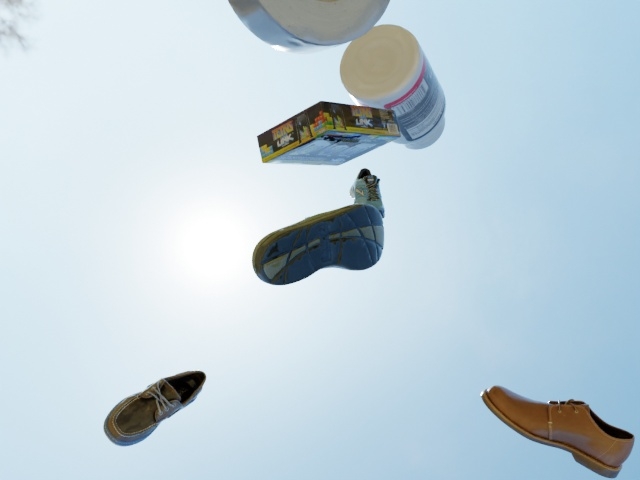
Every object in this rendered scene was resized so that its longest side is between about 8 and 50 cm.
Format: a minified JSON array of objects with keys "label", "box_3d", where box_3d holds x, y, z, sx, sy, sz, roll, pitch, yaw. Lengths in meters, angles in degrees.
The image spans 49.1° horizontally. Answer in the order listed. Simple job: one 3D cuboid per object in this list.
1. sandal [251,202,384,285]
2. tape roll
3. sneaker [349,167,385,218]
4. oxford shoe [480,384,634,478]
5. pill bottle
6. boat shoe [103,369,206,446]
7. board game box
[{"label":"sandal","box_3d":[-0.001,-0.001,1.212,0.302,0.120,0.086,-9,-165,-39]},{"label":"tape roll","box_3d":[-0.014,-0.346,0.863,0.219,0.219,0.072,-47,-155,-18]},{"label":"sneaker","box_3d":[0.099,-0.102,1.479,0.063,0.073,0.162,3,-149,-16]},{"label":"oxford shoe","box_3d":[0.326,0.243,0.964,0.212,0.076,0.076,24,-158,3]},{"label":"pill bottle","box_3d":[0.176,-0.319,1.543,0.176,0.318,0.176,-7,-109,22]},{"label":"boat shoe","box_3d":[-0.238,0.233,1.027,0.066,0.066,0.183,-44,173,31]},{"label":"board game box","box_3d":[0.014,-0.157,1.053,0.141,0.170,0.048,-18,-99,42]}]
